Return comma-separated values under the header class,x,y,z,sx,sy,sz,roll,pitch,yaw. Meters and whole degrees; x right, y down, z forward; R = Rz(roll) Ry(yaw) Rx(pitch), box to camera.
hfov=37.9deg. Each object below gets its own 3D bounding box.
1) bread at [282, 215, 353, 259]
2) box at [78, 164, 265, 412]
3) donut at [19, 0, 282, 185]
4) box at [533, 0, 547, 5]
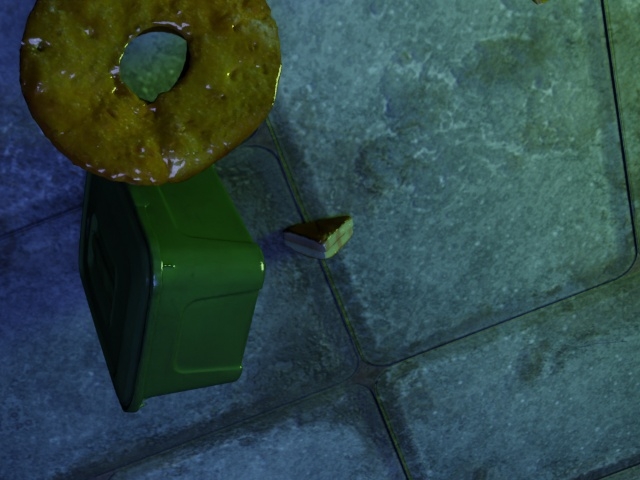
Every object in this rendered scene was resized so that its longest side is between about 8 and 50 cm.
class,x,y,z,sx,sy,sz,roll,pitch,yaw
bread,0.000,0.000,1.392,0.108,0.062,0.043,-10,126,-2
box,-0.201,0.030,1.217,0.177,0.329,0.253,-4,126,-26
donut,-0.200,-0.204,1.110,0.302,0.110,0.303,1,86,-12
box,0.198,-0.440,1.062,0.084,0.193,0.301,-28,125,8
